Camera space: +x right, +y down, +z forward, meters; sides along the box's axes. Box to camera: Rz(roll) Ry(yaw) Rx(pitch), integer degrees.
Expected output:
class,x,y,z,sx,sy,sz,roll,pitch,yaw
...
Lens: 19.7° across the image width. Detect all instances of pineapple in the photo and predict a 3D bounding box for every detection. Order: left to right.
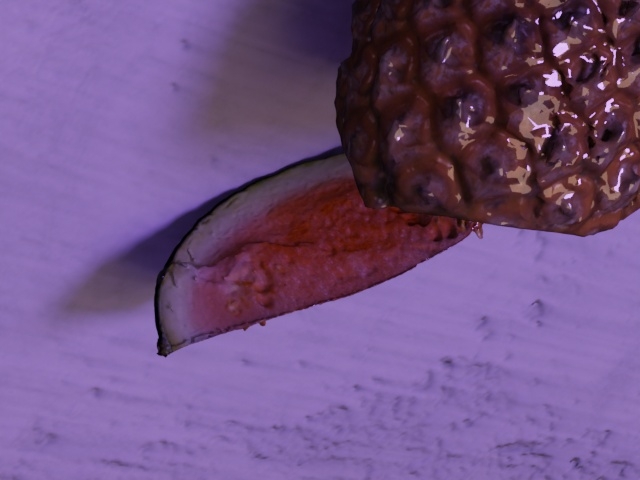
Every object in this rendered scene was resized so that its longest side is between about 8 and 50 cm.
class,x,y,z,sx,sy,sz,roll,pitch,yaw
pineapple,0.130,-0.188,0.982,0.202,0.202,0.362,1,111,-34

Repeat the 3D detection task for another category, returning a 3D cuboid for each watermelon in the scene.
class,x,y,z,sx,sy,sz,roll,pitch,yaw
watermelon,0.002,0.006,1.105,0.245,0.119,0.063,-22,125,-16
